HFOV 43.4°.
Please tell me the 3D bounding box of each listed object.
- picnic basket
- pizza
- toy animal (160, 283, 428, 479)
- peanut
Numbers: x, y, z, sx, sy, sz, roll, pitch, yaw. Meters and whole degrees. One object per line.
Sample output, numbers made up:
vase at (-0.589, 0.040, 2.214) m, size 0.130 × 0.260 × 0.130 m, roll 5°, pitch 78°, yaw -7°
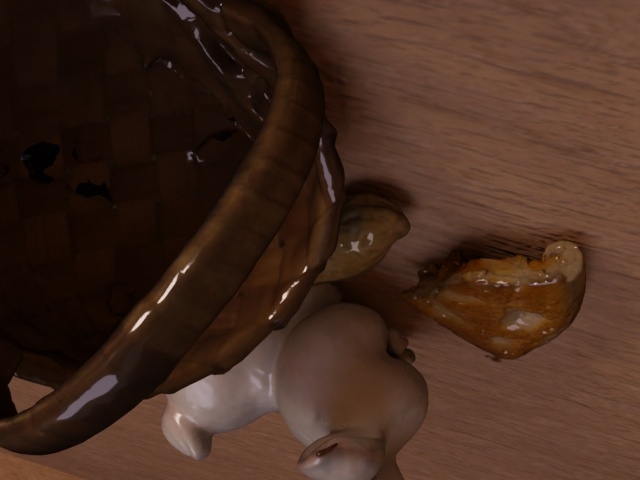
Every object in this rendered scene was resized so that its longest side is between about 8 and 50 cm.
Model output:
picnic basket at (-0.115, -0.025, 0.476) m, size 0.337 × 0.293 × 0.337 m, roll 40°, pitch 179°, yaw 1°
pizza at (0.152, 0.052, 0.728) m, size 0.161 × 0.063 × 0.182 m, roll 3°, pitch 151°, yaw 14°
toy animal at (-0.021, 0.142, 0.806) m, size 0.310 × 0.247 × 0.183 m, roll 21°, pitch 136°, yaw 24°
peanut at (0.000, 0.000, 0.712) m, size 0.174 × 0.080 × 0.080 m, roll -16°, pitch 135°, yaw 40°
